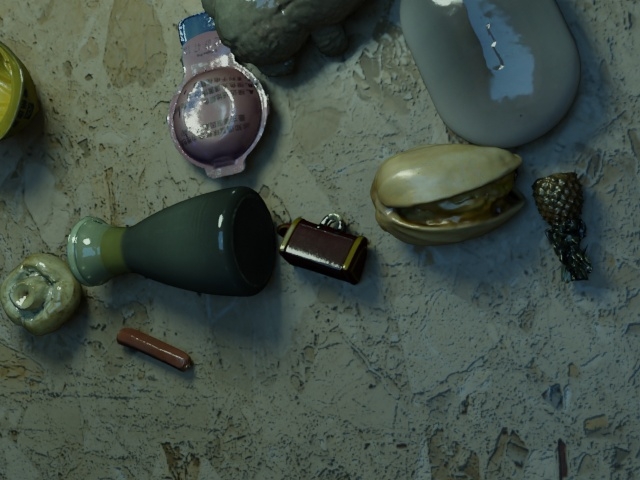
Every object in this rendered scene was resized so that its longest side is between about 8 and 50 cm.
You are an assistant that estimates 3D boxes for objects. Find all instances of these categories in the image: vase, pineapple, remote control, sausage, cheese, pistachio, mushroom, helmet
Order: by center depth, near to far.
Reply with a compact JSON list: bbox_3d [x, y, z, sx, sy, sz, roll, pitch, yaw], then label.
[{"bbox_3d":[0.355,-0.018,1.268,0.074,0.074,0.159,-12,87,18],"label":"pineapple"},{"bbox_3d":[0.245,-0.296,1.293,0.221,0.103,0.332,-25,80,22],"label":"remote control"},{"bbox_3d":[0.186,-0.072,1.293,0.230,0.157,0.157,-8,86,12],"label":"pistachio"},{"bbox_3d":[-0.248,0.013,1.424,0.321,0.173,0.173,-5,87,24],"label":"vase"},{"bbox_3d":[-0.177,-0.244,1.448,0.189,0.074,0.285,-14,80,17],"label":"cheese"},{"bbox_3d":[-0.282,0.185,1.490,0.147,0.035,0.030,20,126,16],"label":"sausage"},{"bbox_3d":[-0.486,0.093,1.521,0.148,0.112,0.148,0,90,10],"label":"mushroom"},{"bbox_3d":[-0.574,-0.255,1.545,0.257,0.140,0.205,21,96,24],"label":"helmet"}]

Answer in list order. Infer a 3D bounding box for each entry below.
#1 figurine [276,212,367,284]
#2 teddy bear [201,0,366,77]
[{"bbox_3d":[-0.001,0.000,1.385,0.154,0.082,0.098,19,81,19],"label":"figurine"},{"bbox_3d":[-0.040,-0.382,1.362,0.267,0.151,0.236,-33,109,29],"label":"teddy bear"}]
